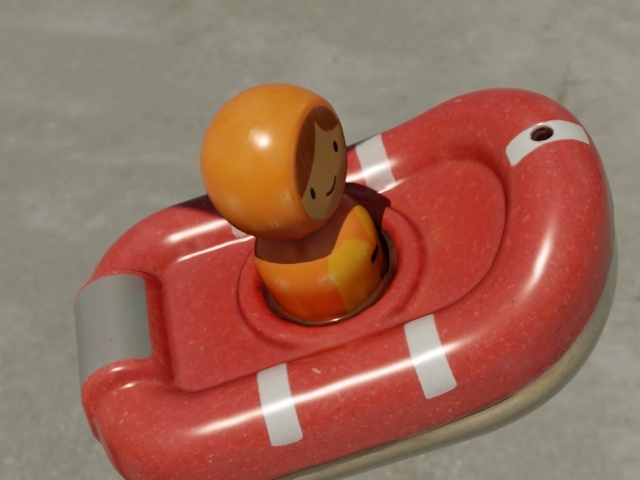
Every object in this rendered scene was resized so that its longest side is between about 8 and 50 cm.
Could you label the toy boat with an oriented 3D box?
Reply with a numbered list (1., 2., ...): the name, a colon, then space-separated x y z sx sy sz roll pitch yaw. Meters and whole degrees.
1. toy boat: 0.000 0.000 0.608 0.231 0.151 0.151 -19 44 5
